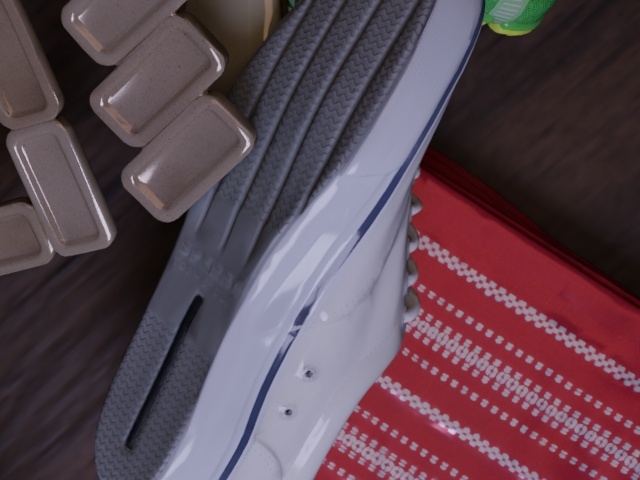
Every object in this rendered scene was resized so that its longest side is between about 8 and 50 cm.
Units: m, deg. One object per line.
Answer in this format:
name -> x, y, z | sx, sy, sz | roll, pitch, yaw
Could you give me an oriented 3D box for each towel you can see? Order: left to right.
towel -> 0.033, 0.111, 0.741 | 0.199, 0.031, 0.275 | 33, 91, -2

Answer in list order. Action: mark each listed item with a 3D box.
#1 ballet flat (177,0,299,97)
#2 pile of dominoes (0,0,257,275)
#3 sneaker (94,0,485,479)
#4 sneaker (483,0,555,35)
ballet flat -> -0.034, -0.172, 0.709 | 0.086, 0.086, 0.248 | 3, 93, -2
pile of dominoes -> -0.136, -0.109, 0.657 | 0.196, 0.040, 0.251 | -12, 112, 22
sneaker -> 0.000, 0.000, 0.676 | 0.091, 0.094, 0.258 | 19, 106, -40
sneaker -> 0.080, -0.232, 0.673 | 0.109, 0.123, 0.296 | 2, 93, -36
